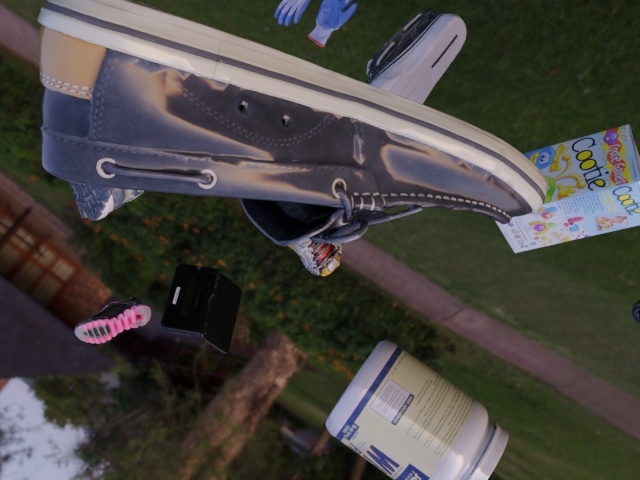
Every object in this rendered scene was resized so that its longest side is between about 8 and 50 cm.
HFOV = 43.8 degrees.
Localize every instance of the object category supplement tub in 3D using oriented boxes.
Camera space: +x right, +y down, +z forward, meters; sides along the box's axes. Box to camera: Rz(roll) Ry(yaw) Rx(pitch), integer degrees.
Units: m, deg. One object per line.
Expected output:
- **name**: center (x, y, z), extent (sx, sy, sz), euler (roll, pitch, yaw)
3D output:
- **supplement tub**: center (0.200, 0.387, 1.662), extent (0.325, 0.235, 0.235), euler (34, 163, 9)

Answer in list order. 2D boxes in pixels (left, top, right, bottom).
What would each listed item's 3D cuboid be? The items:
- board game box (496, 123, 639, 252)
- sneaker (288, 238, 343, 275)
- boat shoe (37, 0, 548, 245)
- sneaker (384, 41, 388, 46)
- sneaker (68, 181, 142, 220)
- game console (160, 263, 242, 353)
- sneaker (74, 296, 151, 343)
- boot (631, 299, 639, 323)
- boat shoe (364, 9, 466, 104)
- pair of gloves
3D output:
- **board game box**: center (0.489, -0.097, 1.563), extent (0.275, 0.142, 0.144), euler (-14, 142, 25)
- **sneaker**: center (0.000, 0.000, 1.214), extent (0.093, 0.088, 0.225), euler (52, 178, 10)
- **boat shoe**: center (-0.006, -0.075, 0.706), extent (0.500, 0.156, 0.187), euler (11, -167, -33)
- **sneaker**: center (0.142, -0.353, 1.727), extent (0.106, 0.290, 0.123), euler (36, -177, 36)
- **sneaker**: center (-0.304, -0.101, 1.164), extent (0.283, 0.122, 0.110), euler (10, 120, 70)
- **game console**: center (-0.193, 0.111, 1.302), extent (0.107, 0.122, 0.071), euler (8, 149, 3)
- **sneaker**: center (-0.331, 0.121, 1.253), extent (0.057, 0.119, 0.047), euler (45, 142, 43)
- **boot**: center (0.595, 0.082, 1.182), extent (0.244, 0.176, 0.088), euler (-17, 102, 59)
- **boat shoe**: center (0.150, -0.324, 1.576), extent (0.119, 0.335, 0.121), euler (30, 160, 41)
- **pair of gloves**: center (-0.014, -0.530, 1.771), extent (0.198, 0.159, 0.023), euler (36, -173, 23)
